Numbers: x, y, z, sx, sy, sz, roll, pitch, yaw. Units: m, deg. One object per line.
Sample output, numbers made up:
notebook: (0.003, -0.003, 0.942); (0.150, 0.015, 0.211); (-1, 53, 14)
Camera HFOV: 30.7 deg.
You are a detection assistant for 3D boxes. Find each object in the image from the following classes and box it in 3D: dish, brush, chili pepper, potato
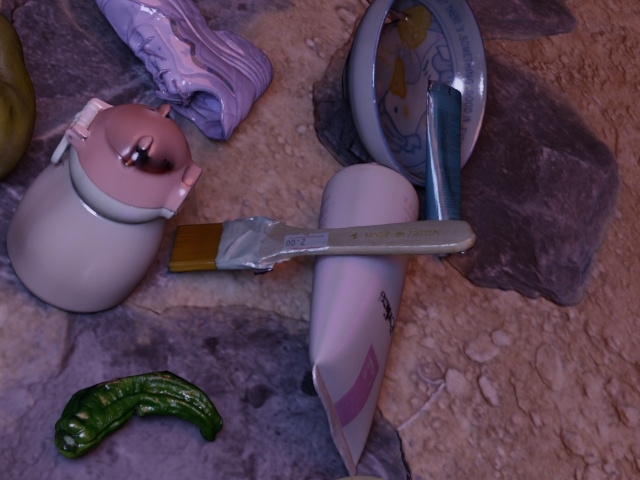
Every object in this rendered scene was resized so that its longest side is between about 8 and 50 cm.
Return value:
dish: (0.098, -0.209, 1.543); (0.273, 0.133, 0.273); (-8, 99, -52)
brush: (0.000, 0.000, 1.255); (0.336, 0.020, 0.085); (-3, 41, 11)
chili pepper: (-0.180, 0.168, 1.141); (0.182, 0.050, 0.073); (-2, 52, -38)
potato: (-0.366, -0.154, 1.191); (0.154, 0.137, 0.200); (10, 52, -29)

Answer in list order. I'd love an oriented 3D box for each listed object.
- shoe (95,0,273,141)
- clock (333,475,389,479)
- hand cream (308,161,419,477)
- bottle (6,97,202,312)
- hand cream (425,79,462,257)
shoe: (-0.177, -0.221, 1.398); (0.245, 0.095, 0.138); (34, 43, -17)
clock: (0.060, 0.352, 1.181); (0.235, 0.029, 0.235); (17, 49, -21)
hand cream: (0.040, 0.066, 1.301); (0.118, 0.185, 0.359); (-3, 47, 13)
bottle: (-0.207, -0.043, 1.146); (0.147, 0.236, 0.147); (18, 50, -23)
hand cream: (0.159, -0.090, 1.500); (0.083, 0.048, 0.224); (10, 80, -52)
